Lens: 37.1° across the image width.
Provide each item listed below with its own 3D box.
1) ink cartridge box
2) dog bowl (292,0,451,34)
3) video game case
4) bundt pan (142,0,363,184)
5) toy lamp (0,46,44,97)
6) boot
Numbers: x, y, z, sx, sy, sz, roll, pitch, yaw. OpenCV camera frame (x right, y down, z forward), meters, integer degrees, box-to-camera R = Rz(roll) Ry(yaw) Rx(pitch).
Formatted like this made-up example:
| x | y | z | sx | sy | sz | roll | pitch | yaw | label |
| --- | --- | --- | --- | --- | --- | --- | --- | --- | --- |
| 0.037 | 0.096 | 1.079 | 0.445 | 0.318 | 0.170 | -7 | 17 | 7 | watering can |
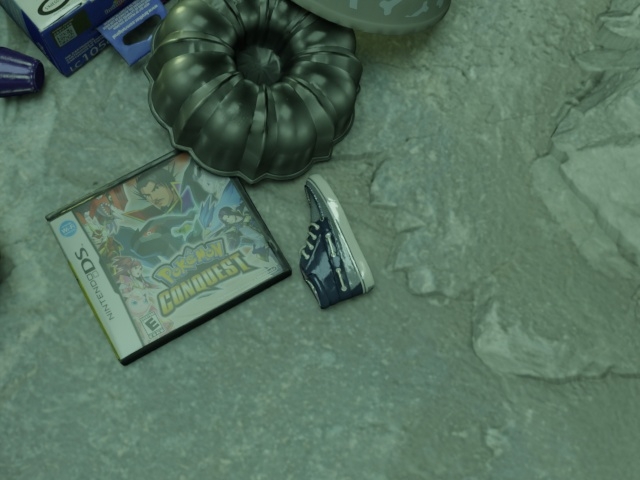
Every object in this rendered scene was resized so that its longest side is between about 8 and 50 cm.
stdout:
| x | y | z | sx | sy | sz | roll | pitch | yaw | label |
| --- | --- | --- | --- | --- | --- | --- | --- | --- | --- |
| -0.383 | -0.446 | 1.457 | 0.270 | 0.151 | 0.395 | -40 | 76 | -11 | ink cartridge box |
| 0.057 | -0.458 | 1.407 | 0.349 | 0.102 | 0.348 | 12 | 49 | -14 | dog bowl |
| -0.220 | 0.007 | 1.378 | 0.275 | 0.035 | 0.248 | -29 | 75 | -8 | video game case |
| -0.086 | -0.256 | 1.378 | 0.331 | 0.124 | 0.330 | 3 | 75 | -13 | bundt pan |
| -0.557 | -0.262 | 1.440 | 0.275 | 0.080 | 0.080 | 8 | 73 | 4 | toy lamp |
| 0.000 | 0.000 | 1.363 | 0.086 | 0.069 | 0.190 | -23 | 76 | -10 | boot |
